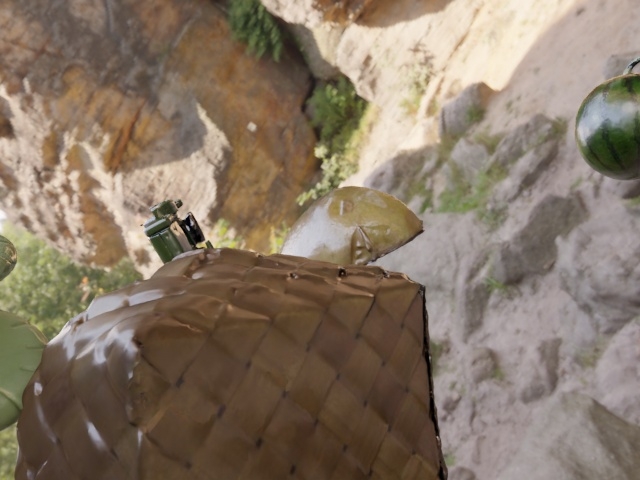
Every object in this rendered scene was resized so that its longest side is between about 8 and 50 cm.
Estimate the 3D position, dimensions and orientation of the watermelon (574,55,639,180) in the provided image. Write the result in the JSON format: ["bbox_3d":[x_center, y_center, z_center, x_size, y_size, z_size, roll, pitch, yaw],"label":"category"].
[{"bbox_3d":[0.549,-0.214,1.254,0.188,0.188,0.215,150,118,-66],"label":"watermelon"}]

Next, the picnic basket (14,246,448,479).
[{"bbox_3d":[-0.095,0.154,0.596,0.337,0.337,0.293,171,93,-75],"label":"picnic basket"}]

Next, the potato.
[{"bbox_3d":[-0.003,-0.001,0.940,0.261,0.100,0.120,-23,8,43],"label":"potato"}]

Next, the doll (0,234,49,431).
[{"bbox_3d":[-0.357,0.078,0.530,0.284,0.268,0.216,48,135,46],"label":"doll"}]

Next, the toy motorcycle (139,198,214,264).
[{"bbox_3d":[-0.279,0.015,1.424,0.127,0.205,0.275,-29,8,-2],"label":"toy motorcycle"}]
